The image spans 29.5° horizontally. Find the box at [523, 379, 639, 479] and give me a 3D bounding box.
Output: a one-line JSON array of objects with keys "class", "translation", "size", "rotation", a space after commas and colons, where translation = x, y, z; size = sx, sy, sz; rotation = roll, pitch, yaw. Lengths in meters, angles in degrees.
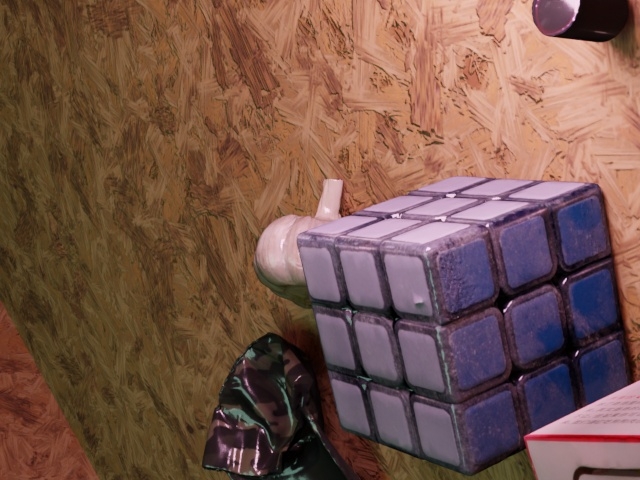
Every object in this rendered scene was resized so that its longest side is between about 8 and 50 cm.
[{"class": "box", "translation": [0.452, 0.296, 1.292], "size": [0.314, 0.312, 0.300], "rotation": [-15, 93, 61]}]

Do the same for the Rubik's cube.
[{"class": "Rubik's cube", "translation": [0.188, 0.095, 1.613], "size": [0.303, 0.301, 0.305], "rotation": [5, 110, 58]}]

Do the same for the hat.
[{"class": "hat", "translation": [-0.028, 0.389, 2.333], "size": [0.381, 0.257, 0.366], "rotation": [39, 135, -15]}]

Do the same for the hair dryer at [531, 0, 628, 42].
[{"class": "hair dryer", "translation": [0.322, -0.347, 1.374], "size": [0.070, 0.114, 0.248], "rotation": [30, 112, 40]}]

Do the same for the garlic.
[{"class": "garlic", "translation": [0.000, 0.000, 2.031], "size": [0.218, 0.218, 0.212], "rotation": [-22, 51, 60]}]
